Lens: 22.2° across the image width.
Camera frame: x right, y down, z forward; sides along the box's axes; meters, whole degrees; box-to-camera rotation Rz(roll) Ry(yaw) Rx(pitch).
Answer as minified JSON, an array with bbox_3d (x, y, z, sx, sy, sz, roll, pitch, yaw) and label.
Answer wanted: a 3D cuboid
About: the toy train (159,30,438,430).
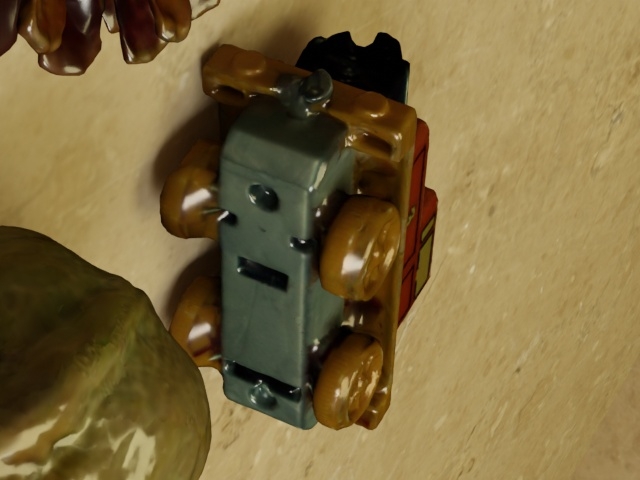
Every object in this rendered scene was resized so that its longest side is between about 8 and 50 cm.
[{"bbox_3d":[0.000,0.000,1.259,0.369,0.163,0.232,92,24,-44],"label":"toy train"}]

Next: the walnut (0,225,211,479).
[{"bbox_3d":[-0.200,0.129,0.952,0.283,0.227,0.283,-44,-171,9],"label":"walnut"}]

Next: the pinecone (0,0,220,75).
[{"bbox_3d":[-0.121,-0.193,0.723,0.264,0.264,0.264,-43,150,-32],"label":"pinecone"}]
